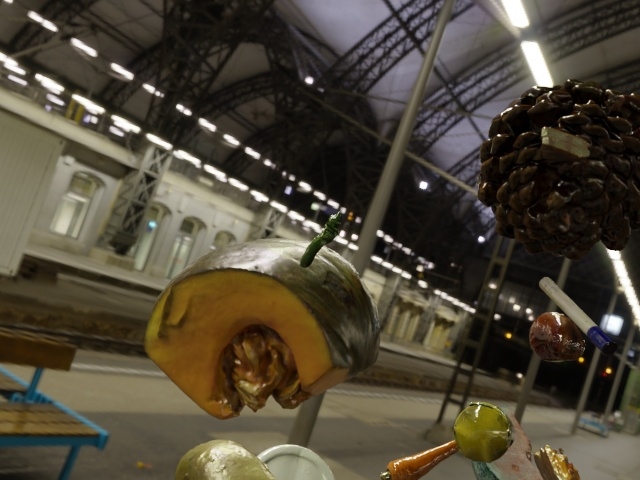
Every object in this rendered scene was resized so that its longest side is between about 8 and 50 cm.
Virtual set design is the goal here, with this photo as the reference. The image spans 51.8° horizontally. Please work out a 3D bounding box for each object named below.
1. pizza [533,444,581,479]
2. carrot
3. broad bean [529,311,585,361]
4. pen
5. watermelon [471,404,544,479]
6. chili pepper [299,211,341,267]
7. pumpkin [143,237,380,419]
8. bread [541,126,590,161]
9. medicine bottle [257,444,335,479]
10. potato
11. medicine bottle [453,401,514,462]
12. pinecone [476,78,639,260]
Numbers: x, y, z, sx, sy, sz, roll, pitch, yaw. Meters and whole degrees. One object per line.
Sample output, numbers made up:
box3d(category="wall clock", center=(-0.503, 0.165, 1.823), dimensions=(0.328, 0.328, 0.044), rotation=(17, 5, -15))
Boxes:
box3d(category="pizza", center=(0.455, 0.442, 1.220), dimensions=(0.134, 0.056, 0.271), rotation=(59, 1, 24))
box3d(category="carrot", center=(0.247, 0.507, 1.510), dimensions=(0.257, 0.061, 0.061), rotation=(-10, 11, -30))
box3d(category="broad bean", center=(0.539, 0.224, 1.524), dimensions=(0.084, 0.114, 0.165), rotation=(34, -9, -12))
box3d(category="pen", center=(0.520, 0.149, 1.352), dimensions=(0.033, 0.033, 0.269), rotation=(21, 19, -19))
box3d(category="watermelon", center=(0.515, 0.612, 1.813), dimensions=(0.226, 0.148, 0.318), rotation=(14, 32, 4))
box3d(category="chili pepper", center=(0.000, 0.000, 0.799), dimensions=(0.022, 0.083, 0.027), rotation=(47, 21, 25))
box3d(category="pumpkin", center=(-0.079, 0.121, 0.968), dimensions=(0.303, 0.256, 0.225), rotation=(-25, -5, 17))
box3d(category="bread", center=(0.431, -0.170, 1.202), dimensions=(0.109, 0.043, 0.062), rotation=(12, -13, -20))
box3d(category="medicine bottle", center=(-0.096, 0.706, 1.767), dimensions=(0.253, 0.252, 0.240), rotation=(19, -39, 3))
box3d(category="potato", center=(-0.150, 0.500, 1.202), dimensions=(0.307, 0.210, 0.173), rotation=(44, 14, 33))
box3d(category="medicine bottle", center=(0.349, 0.406, 1.407), dimensions=(0.124, 0.124, 0.239), rotation=(17, -8, 19))
box3d(category="pinecone", center=(0.553, -0.166, 1.448), dimensions=(0.398, 0.397, 0.398), rotation=(19, -5, 2))
